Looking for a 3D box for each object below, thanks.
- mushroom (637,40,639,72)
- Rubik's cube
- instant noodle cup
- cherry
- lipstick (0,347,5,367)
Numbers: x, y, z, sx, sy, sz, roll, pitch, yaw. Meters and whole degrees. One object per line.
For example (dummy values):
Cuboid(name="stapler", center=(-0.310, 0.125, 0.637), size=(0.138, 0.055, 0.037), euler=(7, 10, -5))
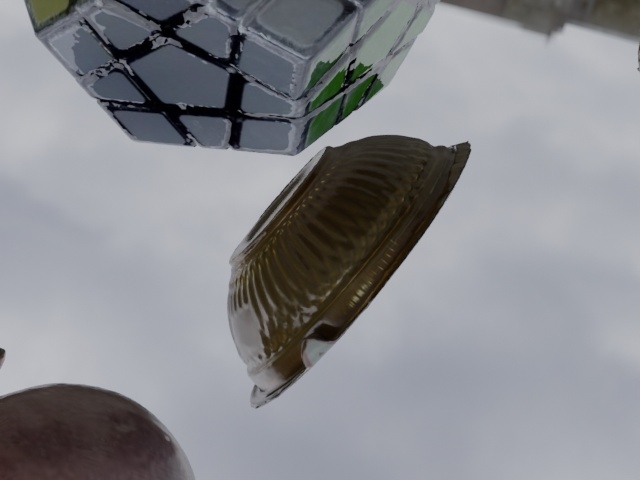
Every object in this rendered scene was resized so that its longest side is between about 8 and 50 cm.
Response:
Cuboid(name="mushroom", center=(0.308, -0.222, 1.362), size=(0.094, 0.210, 0.072), euler=(17, -173, 18))
Cuboid(name="Rubik's cube", center=(-0.058, -0.213, 1.162), size=(0.264, 0.319, 0.319), euler=(-26, -160, 13))
Cuboid(name="instant noodle cup", center=(0.000, 0.000, 1.356), size=(0.091, 0.274, 0.274), euler=(40, -157, -6))
Cuboid(name="cherry", center=(-0.202, 0.218, 1.257), size=(0.206, 0.239, 0.239), euler=(40, -150, 10))
Cuboid(name="lipstick", center=(-0.158, 0.060, 0.752), size=(0.025, 0.025, 0.107), euler=(-31, -179, -31))
